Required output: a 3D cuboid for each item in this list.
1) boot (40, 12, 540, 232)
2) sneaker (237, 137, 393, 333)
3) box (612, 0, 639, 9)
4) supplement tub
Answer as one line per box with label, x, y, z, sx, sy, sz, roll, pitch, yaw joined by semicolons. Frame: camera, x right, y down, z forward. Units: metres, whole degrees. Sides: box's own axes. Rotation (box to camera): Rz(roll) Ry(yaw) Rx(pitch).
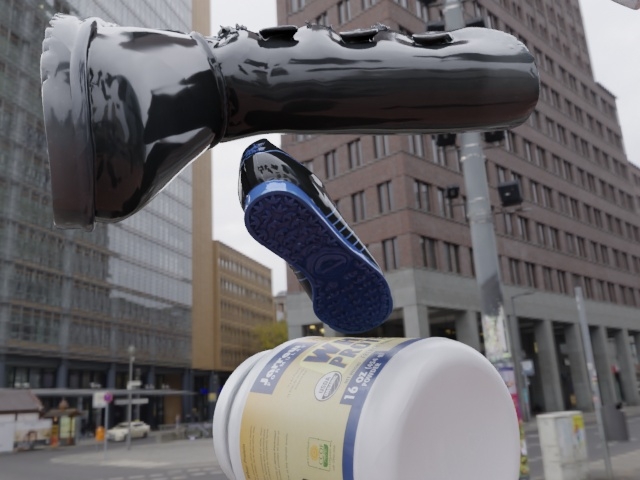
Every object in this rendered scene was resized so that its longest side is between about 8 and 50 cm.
boot;0.000;-0.128;0.570;0.444;0.146;0.367;0;29;-14
sneaker;0.000;0.000;0.570;0.081;0.091;0.232;-25;-45;11
box;0.483;-0.466;0.720;0.232;0.058;0.322;-29;-34;-29
supplement tub;0.036;0.226;0.694;0.228;0.229;0.316;9;-13;-39
